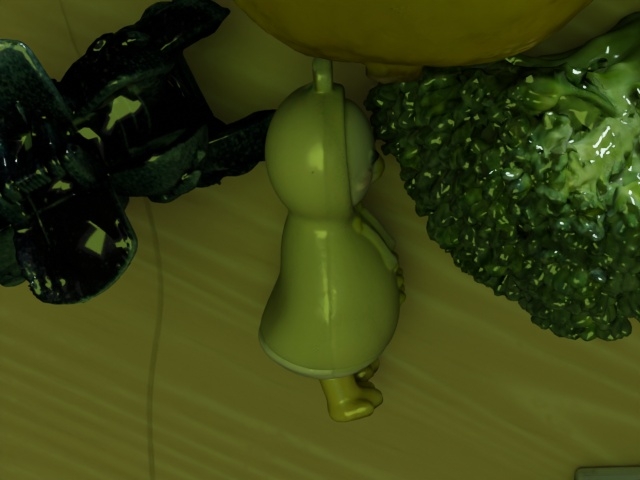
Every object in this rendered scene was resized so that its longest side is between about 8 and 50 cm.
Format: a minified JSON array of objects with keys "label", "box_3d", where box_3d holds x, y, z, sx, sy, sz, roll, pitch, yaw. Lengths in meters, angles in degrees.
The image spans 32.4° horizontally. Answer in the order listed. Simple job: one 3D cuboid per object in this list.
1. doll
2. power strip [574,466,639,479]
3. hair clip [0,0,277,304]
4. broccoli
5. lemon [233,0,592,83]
[{"label":"doll","box_3d":[0.012,0.000,0.858,0.117,0.141,0.296,6,120,3]},{"label":"power strip","box_3d":[0.393,0.239,0.918,0.367,0.043,0.106,-4,103,11]},{"label":"hair clip","box_3d":[-0.193,-0.071,0.856,0.310,0.206,0.194,-27,102,14]},{"label":"broccoli","box_3d":[0.181,-0.069,0.824,0.246,0.248,0.288,-31,86,-21]},{"label":"lemon","box_3d":[0.062,-0.269,0.674,0.348,0.348,0.347,2,104,9]}]
